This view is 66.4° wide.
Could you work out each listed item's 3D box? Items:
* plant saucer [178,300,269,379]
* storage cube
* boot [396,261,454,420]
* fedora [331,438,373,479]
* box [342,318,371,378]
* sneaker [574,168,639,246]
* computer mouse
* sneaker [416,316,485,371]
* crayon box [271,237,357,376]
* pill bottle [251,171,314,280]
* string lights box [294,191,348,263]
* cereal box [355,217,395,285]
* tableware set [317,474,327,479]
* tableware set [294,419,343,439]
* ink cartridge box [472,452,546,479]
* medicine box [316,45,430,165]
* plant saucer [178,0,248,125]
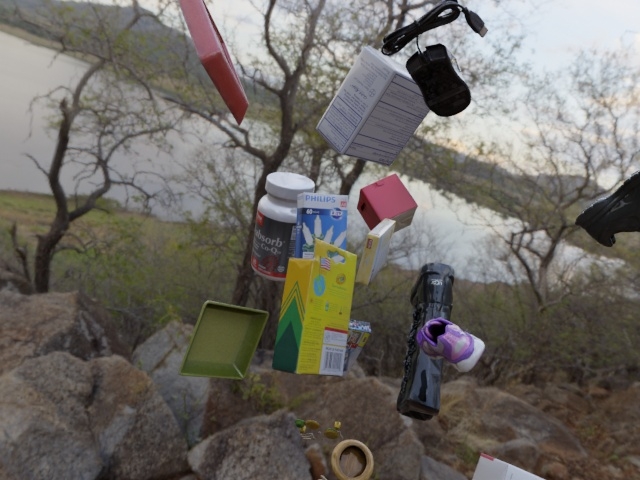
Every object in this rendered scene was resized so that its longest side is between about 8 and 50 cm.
[{"bbox_3d":[-0.240,0.240,1.198,0.188,0.188,0.045,19,4,-41],"label":"plant saucer"},{"bbox_3d":[0.298,-0.150,2.190,0.193,0.215,0.183,61,-14,23],"label":"storage cube"},{"bbox_3d":[0.337,0.346,1.548,0.146,0.445,0.367,3,-30,14],"label":"boot"},{"bbox_3d":[0.128,0.939,2.049,0.194,0.079,0.194,8,42,-7],"label":"fedora"},{"bbox_3d":[0.046,0.345,1.583,0.159,0.233,0.044,15,33,-13],"label":"box"},{"bbox_3d":[0.787,-0.094,1.214,0.109,0.286,0.130,-21,68,-40],"label":"sneaker"},{"bbox_3d":[0.262,-0.376,1.001,0.184,0.060,0.262,-24,-42,34],"label":"computer mouse"},{"bbox_3d":[0.270,0.218,1.112,0.104,0.095,0.236,37,-8,-8],"label":"sneaker"},{"bbox_3d":[-0.006,0.169,1.218,0.081,0.318,0.202,0,-15,36],"label":"crayon box"},{"bbox_3d":[-0.134,-0.052,1.789,0.210,0.363,0.210,8,25,-4],"label":"pill bottle"},{"bbox_3d":[0.000,0.000,1.382,0.133,0.259,0.077,2,0,-16],"label":"string lights box"},{"bbox_3d":[0.190,0.033,1.647,0.047,0.173,0.240,18,20,17],"label":"cereal box"},{"bbox_3d":[0.023,0.757,1.412,0.141,0.168,0.020,36,30,7],"label":"tableware set"},{"bbox_3d":[-0.004,0.615,1.604,0.154,0.104,0.024,-9,33,20],"label":"tableware set"},{"bbox_3d":[0.607,0.734,1.369,0.306,0.131,0.226,22,-16,5],"label":"ink cartridge box"},{"bbox_3d":[0.177,-0.397,1.501,0.263,0.289,0.149,2,41,-48],"label":"medicine box"},{"bbox_3d":[-0.239,-0.429,1.098,0.258,0.048,0.259,64,3,-72],"label":"plant saucer"}]
